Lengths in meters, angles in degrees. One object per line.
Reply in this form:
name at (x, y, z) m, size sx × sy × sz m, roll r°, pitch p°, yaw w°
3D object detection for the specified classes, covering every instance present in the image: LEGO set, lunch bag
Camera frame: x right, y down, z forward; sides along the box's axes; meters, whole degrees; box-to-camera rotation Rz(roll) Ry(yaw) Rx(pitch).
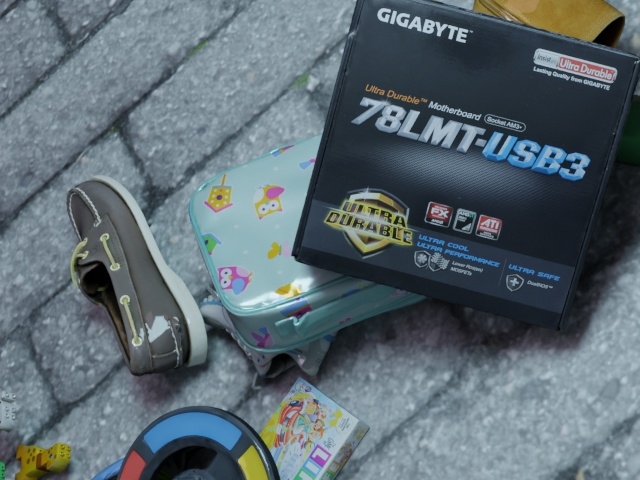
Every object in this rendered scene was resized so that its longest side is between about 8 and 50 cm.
LEGO set at (-0.353, 0.286, 1.968) m, size 0.093 × 0.087 × 0.227 m, roll -31°, pitch 52°, yaw 36°
lunch bag at (0.000, 0.000, 1.822) m, size 0.279 × 0.108 × 0.224 m, roll -22°, pitch 56°, yaw -2°

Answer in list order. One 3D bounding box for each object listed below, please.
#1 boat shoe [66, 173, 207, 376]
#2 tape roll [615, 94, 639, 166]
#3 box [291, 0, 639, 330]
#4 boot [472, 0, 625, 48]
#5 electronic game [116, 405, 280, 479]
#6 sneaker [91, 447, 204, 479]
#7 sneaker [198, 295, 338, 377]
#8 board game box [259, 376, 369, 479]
boat shoe at (-0.248, 0.039, 1.995) m, size 0.097 × 0.116 × 0.324 m, roll -16°, pitch 50°, yaw -24°
tape roll at (0.371, -0.239, 1.761) m, size 0.321 × 0.077 × 0.321 m, roll -16°, pitch 59°, yaw 28°
box at (0.147, -0.086, 1.673) m, size 0.295 × 0.073 × 0.293 m, roll 16°, pitch 103°, yaw 2°
boot at (0.245, -0.280, 1.762) m, size 0.211 × 0.104 × 0.295 m, roll 27°, pitch 89°, yaw 35°
electronic game at (-0.137, 0.296, 1.787) m, size 0.229 × 0.048 × 0.229 m, roll -6°, pitch 79°, yaw 32°
sneaker at (-0.181, 0.268, 1.890) m, size 0.188 × 0.067 × 0.078 m, roll -35°, pitch 73°, yaw 12°
sneaker at (-0.072, 0.114, 1.885) m, size 0.191 × 0.071 × 0.083 m, roll 9°, pitch 78°, yaw 37°
board game box at (-0.028, 0.242, 1.815) m, size 0.103 × 0.026 × 0.154 m, roll 32°, pitch 87°, yaw 40°
